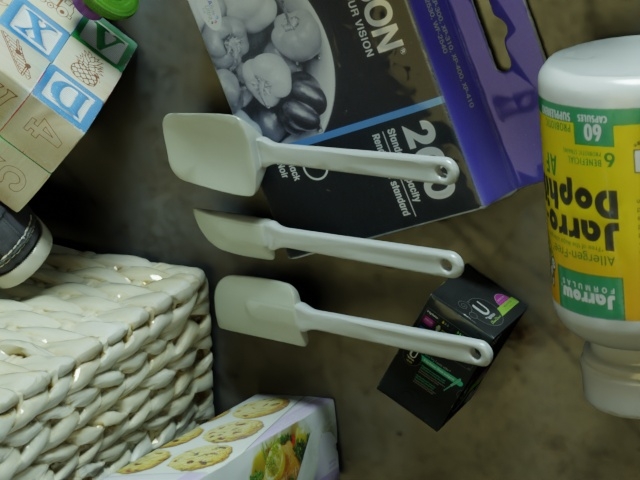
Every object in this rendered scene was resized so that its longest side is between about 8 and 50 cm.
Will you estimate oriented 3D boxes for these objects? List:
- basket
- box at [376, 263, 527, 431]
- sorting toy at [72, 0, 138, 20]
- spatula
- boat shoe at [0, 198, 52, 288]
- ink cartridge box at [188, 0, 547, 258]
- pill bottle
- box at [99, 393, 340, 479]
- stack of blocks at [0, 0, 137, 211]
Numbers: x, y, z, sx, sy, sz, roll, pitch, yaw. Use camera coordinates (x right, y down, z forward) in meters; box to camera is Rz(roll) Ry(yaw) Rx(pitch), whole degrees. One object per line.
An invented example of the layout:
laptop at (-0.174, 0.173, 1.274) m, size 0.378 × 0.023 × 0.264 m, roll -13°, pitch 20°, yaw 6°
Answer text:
basket at (-0.269, 0.163, 1.274) m, size 0.331 × 0.328 × 0.266 m, roll 10°, pitch 111°, yaw 23°
box at (0.085, 0.069, 1.217) m, size 0.052 × 0.062 × 0.083 m, roll 35°, pitch 120°, yaw 12°
sorting toy at (-0.158, -0.179, 1.246) m, size 0.042 × 0.061 × 0.102 m, roll -37°, pitch 67°, yaw 32°
spatula at (0.000, 0.000, 1.194) m, size 0.242 × 0.019 × 0.168 m, roll 9°, pitch 118°, yaw 42°
boat shoe at (-0.254, -0.032, 1.297) m, size 0.206 × 0.075 × 0.065 m, roll 31°, pitch 166°, yaw 51°
ink cartridge box at (0.036, -0.107, 1.186) m, size 0.208 × 0.045 × 0.206 m, roll -16°, pitch 100°, yaw 29°
pill bottle at (0.191, -0.007, 1.103) m, size 0.117 × 0.117 × 0.208 m, roll 3°, pitch 110°, yaw 25°
box at (-0.083, 0.167, 1.183) m, size 0.067 × 0.324 × 0.063 m, roll -1°, pitch 100°, yaw 27°
stack of blocks at (-0.271, -0.173, 1.236) m, size 0.297 × 0.171 × 0.087 m, roll 37°, pitch 123°, yaw -12°
